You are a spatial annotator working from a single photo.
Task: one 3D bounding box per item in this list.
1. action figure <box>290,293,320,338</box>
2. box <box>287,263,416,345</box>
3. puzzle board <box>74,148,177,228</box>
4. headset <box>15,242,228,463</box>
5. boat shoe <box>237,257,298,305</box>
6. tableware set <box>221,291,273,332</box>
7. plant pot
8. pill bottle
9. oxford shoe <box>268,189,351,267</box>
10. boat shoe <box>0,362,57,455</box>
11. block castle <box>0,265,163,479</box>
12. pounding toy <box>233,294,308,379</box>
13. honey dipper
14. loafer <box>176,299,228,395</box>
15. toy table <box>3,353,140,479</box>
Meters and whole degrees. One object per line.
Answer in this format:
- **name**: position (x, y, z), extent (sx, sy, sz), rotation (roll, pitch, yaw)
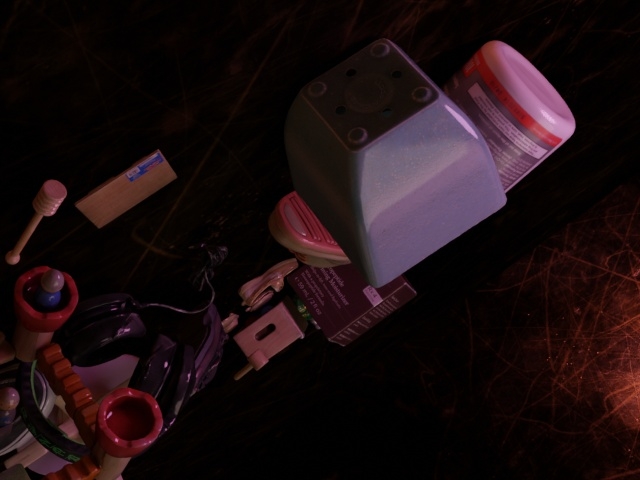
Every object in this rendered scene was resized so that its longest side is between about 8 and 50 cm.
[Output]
- **action figure**: position (-0.044, 0.169, 2.289), extent (0.137, 0.063, 0.232), rotation (-31, 160, -4)
- **box**: position (0.069, 0.098, 2.110), extent (0.203, 0.168, 0.167), rotation (-37, 163, 5)
- **puzzle board**: position (-0.255, -0.069, 1.298), extent (0.128, 0.011, 0.096), rotation (-34, 162, -5)
- **headset**: position (-0.283, 0.161, 1.517), extent (0.394, 0.243, 0.185), rotation (-49, 180, -40)
- **boat shoe**: position (-0.097, 0.084, 1.963), extent (0.135, 0.045, 0.050), rotation (-32, 163, -9)
- **tableware set**: position (-0.165, 0.148, 2.047), extent (0.169, 0.020, 0.141), rotation (-39, 170, -5)
- **plant pot**: position (0.092, -0.136, 1.410), extent (0.247, 0.248, 0.252), rotation (-33, 147, -7)
- **pill bottle**: position (0.233, -0.147, 1.682), extent (0.363, 0.210, 0.210), rotation (-43, 162, 25)
- **oxford shoe**: position (0.000, 0.000, 1.772), extent (0.146, 0.140, 0.397), rotation (-34, 163, 21)
- **boat shoe**: position (-0.561, 0.303, 1.533), extent (0.335, 0.121, 0.119), rotation (-35, 168, 7)
- **block castle**: position (-0.457, 0.229, 1.218), extent (0.453, 0.303, 0.213), rotation (-24, 158, -38)
- **pounding toy**: position (-0.134, 0.209, 2.089), extent (0.181, 0.094, 0.206), rotation (-36, -179, 7)
- **honey dipper**: position (-0.358, -0.018, 1.215), extent (0.030, 0.030, 0.161), rotation (-17, 159, -47)
- **loafer**: position (-0.208, 0.205, 1.755), extent (0.109, 0.095, 0.302), rotation (-35, -163, 13)
- **toy table**: position (-0.409, 0.308, 1.679), extent (0.274, 0.252, 0.161), rotation (-46, 179, -2)
